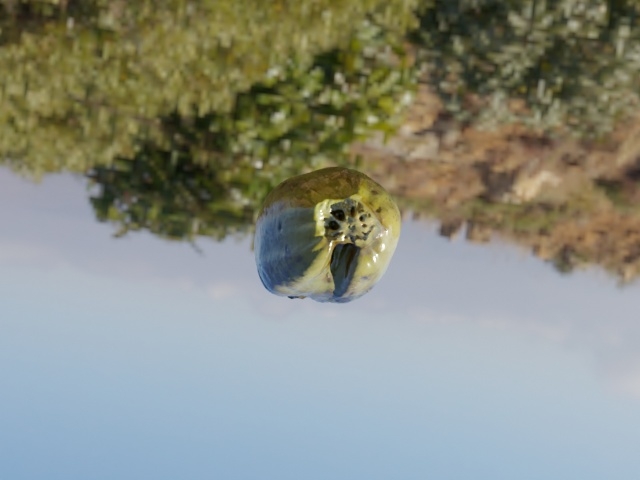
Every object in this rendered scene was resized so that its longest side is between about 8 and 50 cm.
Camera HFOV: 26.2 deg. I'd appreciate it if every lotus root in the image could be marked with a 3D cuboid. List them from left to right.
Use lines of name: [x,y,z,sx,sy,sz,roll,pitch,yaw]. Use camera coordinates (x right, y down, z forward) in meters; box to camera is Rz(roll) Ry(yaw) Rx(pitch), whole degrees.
lotus root: [0.000,0.000,0.554,0.054,0.049,0.099,11,161,-12]
